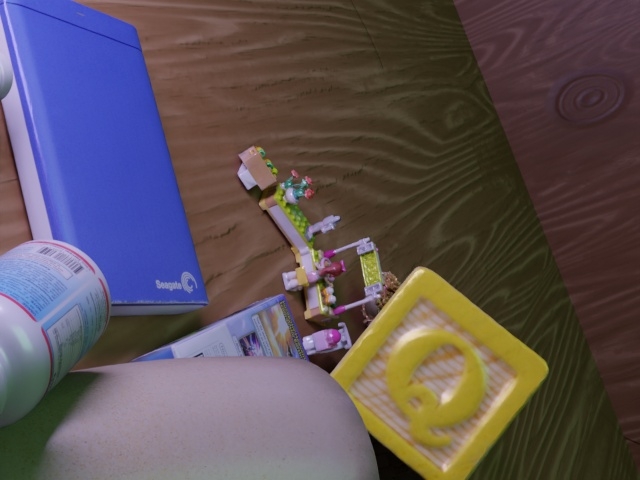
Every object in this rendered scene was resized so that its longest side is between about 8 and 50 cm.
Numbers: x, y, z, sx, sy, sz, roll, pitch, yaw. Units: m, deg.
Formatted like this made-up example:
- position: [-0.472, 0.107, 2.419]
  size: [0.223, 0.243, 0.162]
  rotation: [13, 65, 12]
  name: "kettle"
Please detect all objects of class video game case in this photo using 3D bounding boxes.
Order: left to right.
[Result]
- position: [-0.065, 0.211, 1.021]
  size: [0.244, 0.061, 0.270]
  rotation: [-21, 90, -65]
  name: "video game case"

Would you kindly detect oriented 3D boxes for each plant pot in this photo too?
- position: [-0.143, 0.193, 0.700]
  size: [0.274, 0.256, 0.257]
  rotation: [16, 55, -40]
  name: "plant pot"

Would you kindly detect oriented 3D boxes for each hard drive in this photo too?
- position: [-0.217, -0.084, 0.964]
  size: [0.210, 0.040, 0.319]
  rotation: [7, 65, -64]
  name: "hard drive"

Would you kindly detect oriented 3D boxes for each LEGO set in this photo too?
- position: [0.000, 0.000, 1.270]
  size: [0.132, 0.107, 0.287]
  rotation: [-11, 82, -66]
  name: "LEGO set"

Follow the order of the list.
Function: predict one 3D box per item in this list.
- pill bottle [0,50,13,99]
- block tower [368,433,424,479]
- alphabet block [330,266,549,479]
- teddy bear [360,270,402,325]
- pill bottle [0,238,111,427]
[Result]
- position: [-0.305, -0.134, 0.791]
  size: [0.116, 0.065, 0.065]
  rotation: [-23, 92, -66]
  name: "pill bottle"
- position: [0.154, 0.381, 1.308]
  size: [0.097, 0.091, 0.336]
  rotation: [-7, 76, -66]
  name: "block tower"
- position: [0.130, 0.167, 1.171]
  size: [0.193, 0.192, 0.197]
  rotation: [37, -6, 7]
  name: "alphabet block"
- position: [0.167, 0.180, 1.475]
  size: [0.338, 0.113, 0.245]
  rotation: [54, 30, -30]
  name: "teddy bear"
- position: [-0.194, 0.061, 0.598]
  size: [0.087, 0.087, 0.160]
  rotation: [64, 15, -11]
  name: "pill bottle"
